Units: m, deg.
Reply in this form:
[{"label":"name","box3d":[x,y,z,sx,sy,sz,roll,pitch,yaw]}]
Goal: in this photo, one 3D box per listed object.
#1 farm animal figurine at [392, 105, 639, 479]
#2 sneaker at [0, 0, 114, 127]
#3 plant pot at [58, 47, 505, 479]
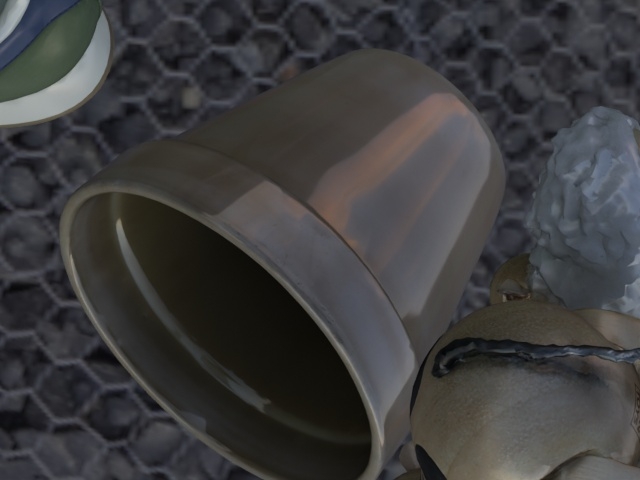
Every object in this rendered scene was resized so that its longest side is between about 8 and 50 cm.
[{"label":"farm animal figurine","box3d":[0.085,0.148,0.755,0.330,0.172,0.326,-75,170,-50]},{"label":"sneaker","box3d":[-0.151,-0.053,0.443,0.192,0.086,0.064,-13,76,-8]},{"label":"plant pot","box3d":[0.000,0.000,1.376,0.280,0.323,0.323,-45,120,-30]}]
